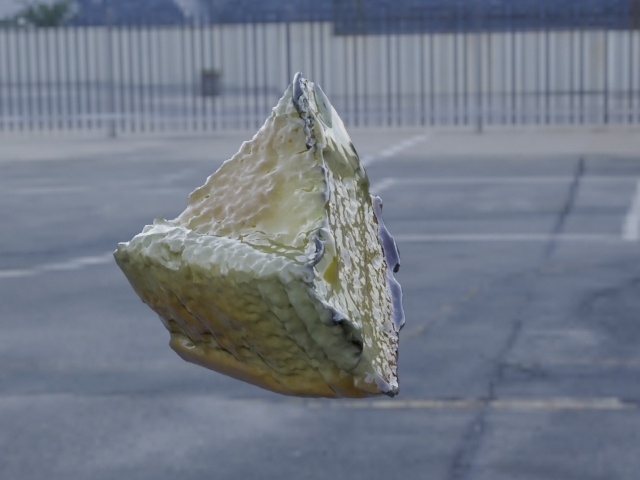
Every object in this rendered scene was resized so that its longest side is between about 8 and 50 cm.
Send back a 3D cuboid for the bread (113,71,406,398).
[{"bbox_3d":[0.000,0.000,0.874,0.169,0.140,0.160,12,54,44],"label":"bread"}]
